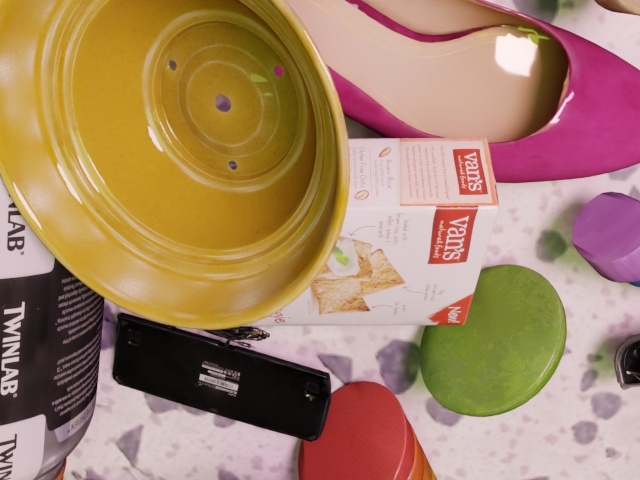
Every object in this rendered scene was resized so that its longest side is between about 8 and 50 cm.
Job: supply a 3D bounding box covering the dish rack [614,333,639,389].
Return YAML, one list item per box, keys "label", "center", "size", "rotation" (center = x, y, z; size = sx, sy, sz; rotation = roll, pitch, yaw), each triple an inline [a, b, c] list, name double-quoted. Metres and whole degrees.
- label: "dish rack"
  center: [0.360, 0.190, 0.563]
  size: [0.208, 0.074, 0.272]
  rotation: [-15, 84, 41]

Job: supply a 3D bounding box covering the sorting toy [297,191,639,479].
- label: "sorting toy"
  center: [0.149, 0.119, 0.618]
  size: [0.365, 0.127, 0.126]
  rotation: [-43, 125, 14]

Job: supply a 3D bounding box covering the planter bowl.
- label: "planter bowl"
  center: [-0.072, -0.066, 0.417]
  size: [0.217, 0.090, 0.217]
  rotation: [10, 118, 18]

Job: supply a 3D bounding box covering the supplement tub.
- label: "supplement tub"
  center: [-0.255, 0.043, 0.540]
  size: [0.193, 0.193, 0.316]
  rotation: [8, 106, -2]

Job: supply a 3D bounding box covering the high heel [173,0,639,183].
- label: "high heel"
  center: [0.075, -0.121, 0.485]
  size: [0.377, 0.181, 0.127]
  rotation: [9, 86, -2]

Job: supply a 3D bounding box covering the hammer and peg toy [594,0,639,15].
- label: "hammer and peg toy"
  center: [0.195, -0.340, 0.459]
  size: [0.266, 0.127, 0.361]
  rotation: [-25, 104, 6]

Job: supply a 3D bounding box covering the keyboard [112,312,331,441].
- label: "keyboard"
  center: [-0.080, 0.102, 0.642]
  size: [0.192, 0.038, 0.100]
  rotation: [16, 116, 3]

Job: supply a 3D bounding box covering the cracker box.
- label: "cracker box"
  center: [0.000, 0.000, 0.549]
  size: [0.232, 0.067, 0.156]
  rotation: [-1, 145, 1]
